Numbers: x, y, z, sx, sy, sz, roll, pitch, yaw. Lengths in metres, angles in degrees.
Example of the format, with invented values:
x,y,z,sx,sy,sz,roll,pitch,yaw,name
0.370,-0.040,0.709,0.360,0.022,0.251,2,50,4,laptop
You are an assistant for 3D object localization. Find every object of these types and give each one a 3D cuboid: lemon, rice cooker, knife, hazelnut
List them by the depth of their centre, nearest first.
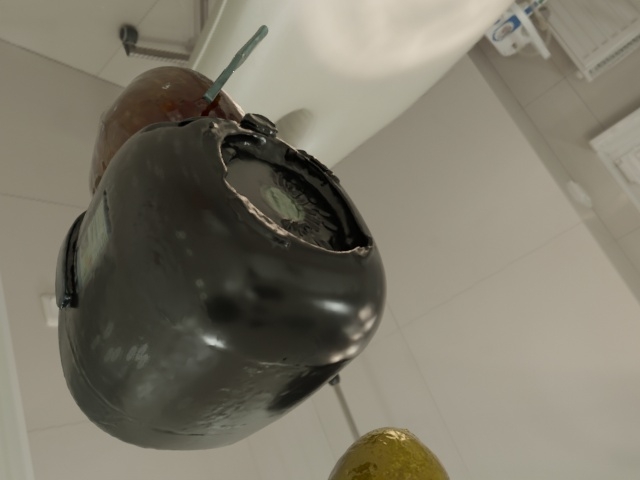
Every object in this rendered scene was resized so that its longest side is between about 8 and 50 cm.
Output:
x,y,z,sx,sy,sz,roll,pitch,yaw,name
-0.085,0.028,0.466,0.267,0.267,0.224,3,133,-48,rice cooker
-0.095,-0.200,0.604,0.028,0.210,0.015,-29,117,33,knife
0.081,0.328,0.637,0.170,0.170,0.207,-48,-176,44,lemon
-0.195,-0.099,0.670,0.234,0.218,0.218,-56,152,4,hazelnut
